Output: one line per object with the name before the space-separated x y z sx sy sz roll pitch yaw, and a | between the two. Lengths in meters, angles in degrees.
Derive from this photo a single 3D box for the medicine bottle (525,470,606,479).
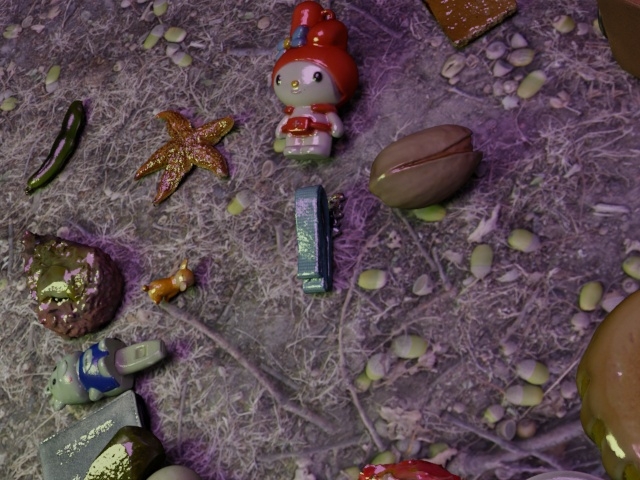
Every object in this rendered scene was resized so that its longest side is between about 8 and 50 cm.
medicine bottle | 0.307 0.379 1.072 0.190 0.332 0.190 -11 61 21

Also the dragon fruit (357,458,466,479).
dragon fruit | 0.111 0.415 1.233 0.210 0.205 0.268 18 72 24

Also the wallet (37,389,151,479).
wallet | -0.374 0.363 1.600 0.222 0.036 0.167 -29 57 12

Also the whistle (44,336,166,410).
whistle | -0.374 0.220 1.637 0.244 0.092 0.110 -21 48 18

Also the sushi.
sushi | -0.454 0.058 1.754 0.161 0.107 0.241 -27 56 8

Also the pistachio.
pistachio | 0.165 -0.116 1.517 0.185 0.124 0.124 -29 56 12

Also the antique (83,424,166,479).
antique | -0.326 0.397 1.496 0.081 0.080 0.221 28 95 20

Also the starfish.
starfish | -0.260 -0.175 1.810 0.227 0.043 0.240 -41 52 2

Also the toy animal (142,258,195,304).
toy animal | -0.260 0.071 1.670 0.083 0.081 0.060 -35 50 32

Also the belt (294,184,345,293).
belt | -0.004 0.001 1.584 0.065 0.100 0.179 -5 79 23

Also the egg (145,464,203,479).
egg | -0.233 0.417 1.456 0.114 0.114 0.152 17 80 32

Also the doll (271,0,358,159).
doll | -0.011 -0.287 1.685 0.161 0.130 0.290 0 80 33

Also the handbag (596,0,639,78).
handbag | 0.485 -0.314 1.414 0.072 0.193 0.151 -45 50 -2

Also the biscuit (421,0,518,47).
biscuit | 0.243 -0.449 1.703 0.131 0.026 0.237 -32 55 7

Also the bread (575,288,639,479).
bread | 0.468 0.199 1.174 0.333 0.160 0.333 -9 50 11

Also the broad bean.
broad bean | -0.539 -0.188 1.956 0.069 0.039 0.227 23 78 39
